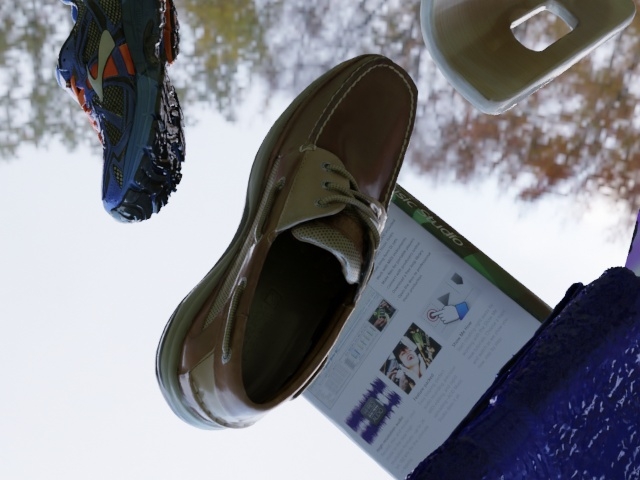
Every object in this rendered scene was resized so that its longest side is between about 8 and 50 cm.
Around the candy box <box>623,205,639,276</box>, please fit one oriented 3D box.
[{"bbox_3d":[0.335,0.051,1.094,0.070,0.196,0.165,13,-177,-38],"label":"candy box"}]

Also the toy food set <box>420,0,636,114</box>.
[{"bbox_3d":[0.165,-0.226,0.650,0.092,0.306,0.220,29,-144,20],"label":"toy food set"}]

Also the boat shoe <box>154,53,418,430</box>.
[{"bbox_3d":[0.000,0.000,0.972,0.116,0.123,0.324,-4,-124,58],"label":"boat shoe"}]

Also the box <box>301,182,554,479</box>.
[{"bbox_3d":[0.068,0.083,1.305,0.322,0.232,0.058,40,-158,17],"label":"box"}]

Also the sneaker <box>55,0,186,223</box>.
[{"bbox_3d":[-0.148,-0.107,0.946,0.087,0.083,0.221,-9,-121,6],"label":"sneaker"}]

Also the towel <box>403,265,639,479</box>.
[{"bbox_3d":[0.159,0.188,0.952,0.308,0.227,0.076,-42,-146,-24],"label":"towel"}]
